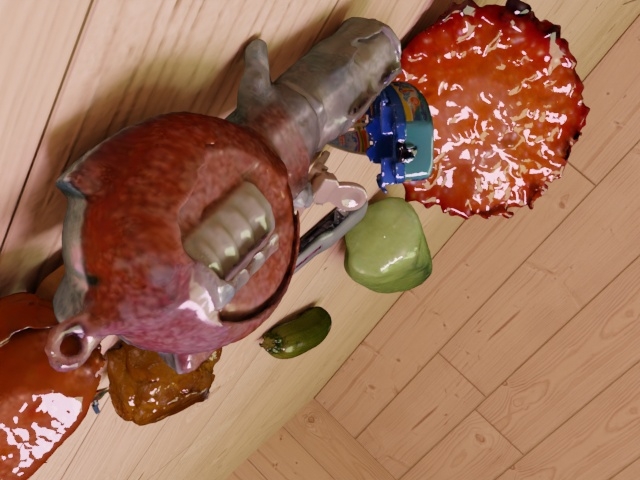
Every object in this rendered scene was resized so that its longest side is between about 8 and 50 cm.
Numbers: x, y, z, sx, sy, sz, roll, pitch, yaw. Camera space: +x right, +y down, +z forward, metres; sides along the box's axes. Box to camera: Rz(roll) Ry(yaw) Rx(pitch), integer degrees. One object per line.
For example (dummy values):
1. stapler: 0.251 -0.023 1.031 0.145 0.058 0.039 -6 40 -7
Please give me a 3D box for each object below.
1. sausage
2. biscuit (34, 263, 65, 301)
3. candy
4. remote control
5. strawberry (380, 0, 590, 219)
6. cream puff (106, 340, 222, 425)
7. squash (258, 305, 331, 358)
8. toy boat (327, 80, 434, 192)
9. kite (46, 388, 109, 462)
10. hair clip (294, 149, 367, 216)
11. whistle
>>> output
1. sausage: -0.264 0.158 0.460 0.330 0.102 0.102 -46 169 -4
2. biscuit: -0.195 0.069 0.578 0.133 0.027 0.184 -31 163 -52
3. candy: 0.116 0.017 1.336 0.142 0.132 0.343 -5 171 9
4. remote control: 0.000 0.000 1.056 0.166 0.029 0.065 -41 169 -25
5. strawberry: 0.155 -0.157 0.831 0.234 0.234 0.178 -51 -162 21
6. cream puff: -0.157 0.125 0.770 0.122 0.094 0.116 -25 168 8
7. squash: -0.034 0.168 1.419 0.069 0.069 0.258 -51 169 20
8. toy boat: 0.033 -0.105 0.686 0.175 0.110 0.091 -99 -174 -64
9. kite: -0.277 0.201 0.774 0.183 0.010 0.160 -40 167 -33
10. hair clip: -0.032 -0.032 0.721 0.226 0.072 0.034 -30 157 -54
11. whistle: -0.048 -0.042 0.505 0.134 0.142 0.346 -20 -157 51
